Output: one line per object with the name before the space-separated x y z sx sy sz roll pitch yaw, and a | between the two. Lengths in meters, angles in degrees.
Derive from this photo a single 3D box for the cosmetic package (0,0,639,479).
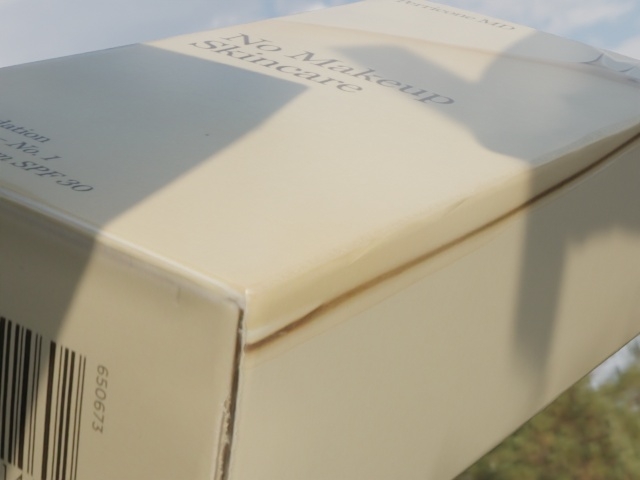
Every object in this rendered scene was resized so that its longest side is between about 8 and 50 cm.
cosmetic package | 0.000 0.000 0.470 0.160 0.113 0.309 21 25 27
